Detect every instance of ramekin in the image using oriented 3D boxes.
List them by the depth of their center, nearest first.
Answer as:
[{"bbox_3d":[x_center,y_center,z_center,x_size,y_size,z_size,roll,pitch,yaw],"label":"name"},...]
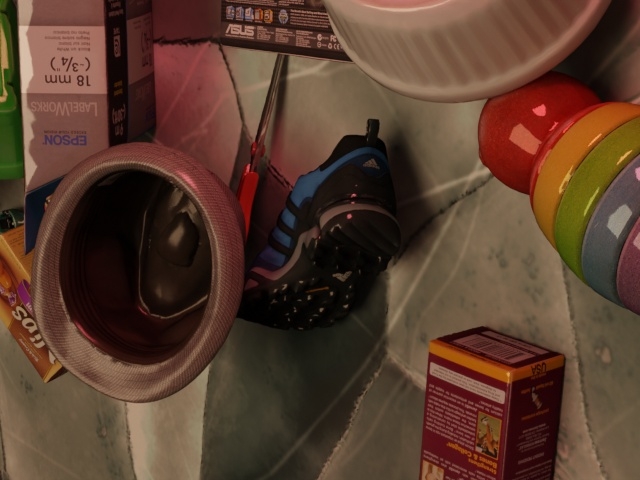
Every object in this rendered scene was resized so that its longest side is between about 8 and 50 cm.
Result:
[{"bbox_3d":[0.108,-0.260,1.240,0.273,0.127,0.273,-9,69,23],"label":"ramekin"}]

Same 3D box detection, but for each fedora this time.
[{"bbox_3d":[-0.172,0.023,1.588,0.243,0.124,0.275,25,111,19],"label":"fedora"}]

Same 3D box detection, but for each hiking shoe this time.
[{"bbox_3d":[0.000,0.000,1.558,0.304,0.113,0.132,-39,39,53],"label":"hiking shoe"}]

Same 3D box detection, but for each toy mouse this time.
[{"bbox_3d":[-0.410,0.008,2.057,0.161,0.031,0.143,50,132,29],"label":"toy mouse"}]

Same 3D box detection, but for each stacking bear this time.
[{"bbox_3d":[0.243,-0.043,1.217,0.289,0.164,0.175,42,127,40],"label":"stacking bear"}]

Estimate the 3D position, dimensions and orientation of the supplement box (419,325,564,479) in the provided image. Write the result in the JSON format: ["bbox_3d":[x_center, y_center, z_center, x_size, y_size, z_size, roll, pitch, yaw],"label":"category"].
[{"bbox_3d":[0.159,0.189,1.414,0.104,0.081,0.188,19,113,45],"label":"supplement box"}]

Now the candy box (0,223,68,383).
[{"bbox_3d":[-0.377,0.084,1.989,0.187,0.053,0.109,56,133,7],"label":"candy box"}]

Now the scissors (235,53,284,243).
[{"bbox_3d":[-0.070,-0.077,1.627,0.109,0.021,0.297,-95,22,-60],"label":"scissors"}]

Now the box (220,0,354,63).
[{"bbox_3d":[0.008,-0.289,1.487,0.270,0.060,0.216,14,106,46],"label":"box"}]

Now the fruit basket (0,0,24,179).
[{"bbox_3d":[-0.554,-0.165,1.930,0.392,0.392,0.283,-22,71,49],"label":"fruit basket"}]

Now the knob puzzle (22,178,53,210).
[{"bbox_3d":[-0.349,-0.090,1.966,0.213,0.030,0.213,14,109,46],"label":"knob puzzle"}]

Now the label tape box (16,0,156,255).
[{"bbox_3d":[-0.258,-0.169,1.687,0.106,0.240,0.334,1,103,6],"label":"label tape box"}]
